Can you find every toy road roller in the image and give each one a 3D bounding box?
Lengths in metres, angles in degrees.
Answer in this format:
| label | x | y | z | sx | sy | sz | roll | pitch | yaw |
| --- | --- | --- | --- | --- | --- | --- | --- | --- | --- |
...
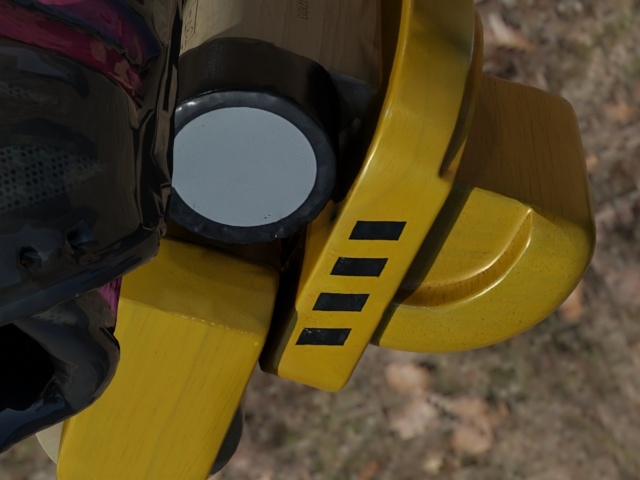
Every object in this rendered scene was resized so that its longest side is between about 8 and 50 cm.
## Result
| label | x | y | z | sx | sy | sz | roll | pitch | yaw |
| --- | --- | --- | --- | --- | --- | --- | --- | --- | --- |
| toy road roller | 0.000 | 0.000 | 1.058 | 0.240 | 0.202 | 0.329 | 18 | 126 | -12 |

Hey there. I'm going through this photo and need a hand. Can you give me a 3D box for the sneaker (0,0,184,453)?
| label | x | y | z | sx | sy | sz | roll | pitch | yaw |
| --- | --- | --- | --- | --- | --- | --- | --- | --- | --- |
| sneaker | -0.124 | -0.045 | 0.622 | 0.483 | 0.202 | 0.185 | -50 | -171 | -24 |
